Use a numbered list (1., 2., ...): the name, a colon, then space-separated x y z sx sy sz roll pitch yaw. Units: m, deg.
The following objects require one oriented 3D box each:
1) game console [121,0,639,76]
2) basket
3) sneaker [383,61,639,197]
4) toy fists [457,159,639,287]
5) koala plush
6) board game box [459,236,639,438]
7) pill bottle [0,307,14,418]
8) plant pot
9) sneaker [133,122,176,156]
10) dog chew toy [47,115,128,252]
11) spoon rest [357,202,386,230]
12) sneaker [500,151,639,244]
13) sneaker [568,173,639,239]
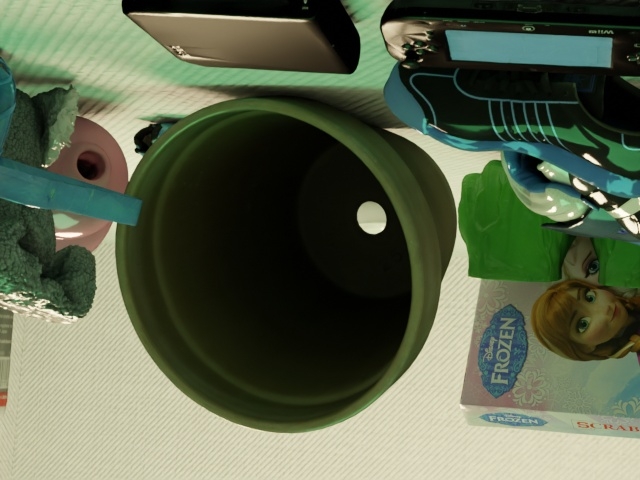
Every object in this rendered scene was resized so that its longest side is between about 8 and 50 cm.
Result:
1. game console: 0.060 -0.142 1.227 0.361 0.044 0.213 3 176 8
2. basket: -0.315 -0.070 1.533 0.289 0.201 0.255 13 178 17
3. sneaker: 0.167 -0.111 1.414 0.232 0.081 0.090 17 138 3
4. toy fists: 0.292 -0.026 2.032 0.279 0.142 0.096 3 -173 17
5. koala plush: -0.314 -0.050 1.746 0.196 0.221 0.203 6 168 11
6. board game box: 0.339 0.068 2.082 0.318 0.318 0.066 2 152 17
7. pill bottle: -0.505 0.053 2.402 0.210 0.363 0.210 4 177 0
8. plant pot: 0.000 0.000 1.833 0.323 0.323 0.280 3 -167 23
9. sneaker: -0.172 -0.108 2.034 0.073 0.063 0.162 23 168 -12
10. dog chew toy: -0.314 -0.049 1.988 0.207 0.206 0.332 6 168 -30
11. spoon rest: 0.004 -0.029 2.736 0.276 0.084 0.137 5 176 2
12. sneaker: 0.309 -0.040 1.633 0.236 0.130 0.323 8 -172 -39
13. sneaker: 0.266 -0.081 1.482 0.121 0.079 0.217 30 145 4
